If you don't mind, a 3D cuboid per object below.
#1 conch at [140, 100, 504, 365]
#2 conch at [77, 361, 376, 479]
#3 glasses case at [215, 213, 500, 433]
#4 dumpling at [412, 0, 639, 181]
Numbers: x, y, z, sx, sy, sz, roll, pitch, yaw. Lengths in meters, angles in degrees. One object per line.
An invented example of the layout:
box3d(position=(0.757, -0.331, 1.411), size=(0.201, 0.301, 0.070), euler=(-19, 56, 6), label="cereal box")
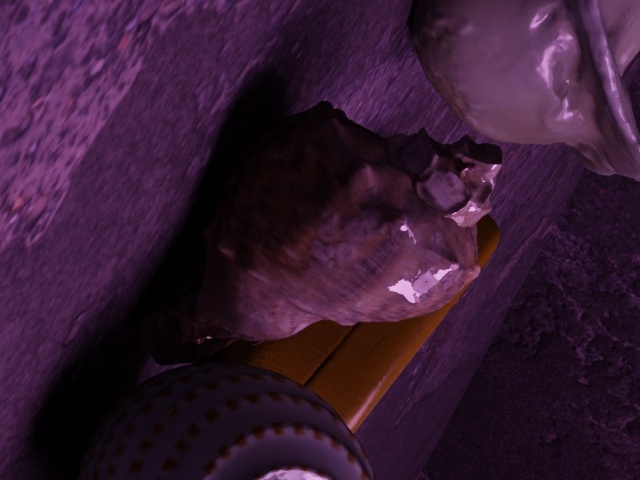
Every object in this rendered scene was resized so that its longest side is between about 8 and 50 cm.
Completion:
box3d(position=(-0.002, -0.016, 1.259), size=(0.291, 0.159, 0.210), euler=(-16, -170, 18), label="conch")
box3d(position=(-0.059, 0.230, 1.297), size=(0.319, 0.215, 0.303), euler=(-130, -152, -80), label="conch")
box3d(position=(0.024, 0.064, 1.603), size=(0.371, 0.141, 0.173), euler=(-49, 180, -35), label="glasses case")
box3d(position=(0.182, -0.177, 1.509), size=(0.320, 0.211, 0.270), euler=(7, 79, -63), label="dumpling")
